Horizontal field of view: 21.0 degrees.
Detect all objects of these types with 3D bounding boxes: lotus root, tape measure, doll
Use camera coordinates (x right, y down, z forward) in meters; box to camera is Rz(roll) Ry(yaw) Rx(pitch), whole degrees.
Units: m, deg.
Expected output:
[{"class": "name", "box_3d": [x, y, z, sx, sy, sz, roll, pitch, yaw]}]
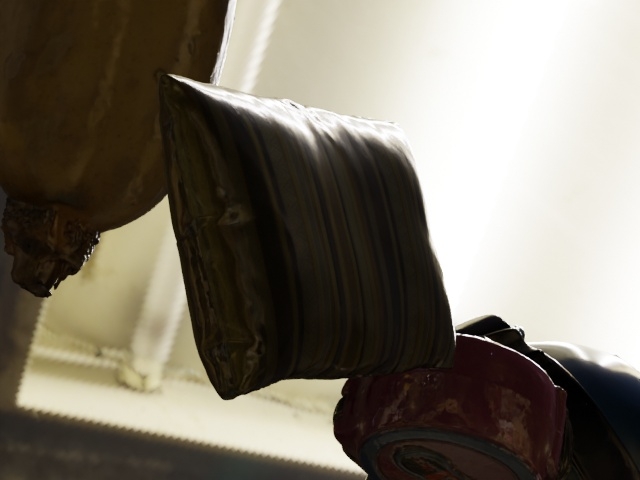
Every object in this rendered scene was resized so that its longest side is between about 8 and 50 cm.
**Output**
[{"class": "lotus root", "box_3d": [-0.155, -0.127, 1.207, 0.169, 0.151, 0.342, 14, -94, -17]}, {"class": "tape measure", "box_3d": [0.071, 0.103, 0.954, 0.125, 0.074, 0.118, -22, -46, 40]}, {"class": "doll", "box_3d": [0.148, 0.190, 1.237, 0.240, 0.310, 0.284, -25, -89, -23]}]

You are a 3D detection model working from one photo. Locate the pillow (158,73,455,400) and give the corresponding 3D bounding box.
[{"class": "pillow", "box_3d": [0.000, 0.000, 0.650, 0.038, 0.203, 0.113, -15, -98, 24]}]
